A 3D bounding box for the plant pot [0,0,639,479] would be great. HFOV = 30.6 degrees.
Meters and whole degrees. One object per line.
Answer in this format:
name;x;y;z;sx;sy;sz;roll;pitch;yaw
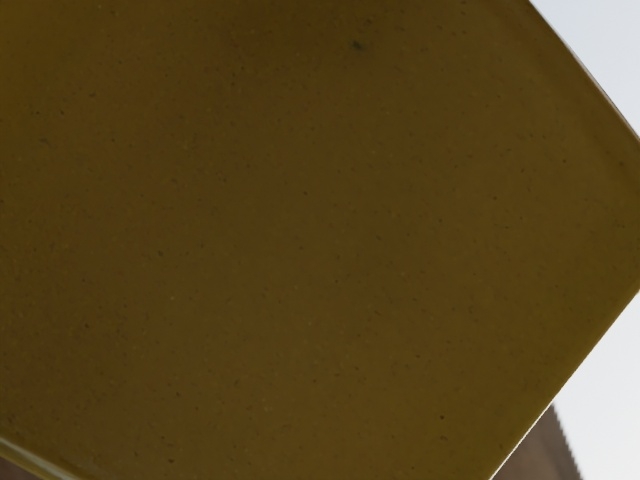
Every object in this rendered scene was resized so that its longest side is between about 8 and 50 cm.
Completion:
plant pot;0.000;0.000;0.392;0.187;0.212;0.212;39;-86;13
